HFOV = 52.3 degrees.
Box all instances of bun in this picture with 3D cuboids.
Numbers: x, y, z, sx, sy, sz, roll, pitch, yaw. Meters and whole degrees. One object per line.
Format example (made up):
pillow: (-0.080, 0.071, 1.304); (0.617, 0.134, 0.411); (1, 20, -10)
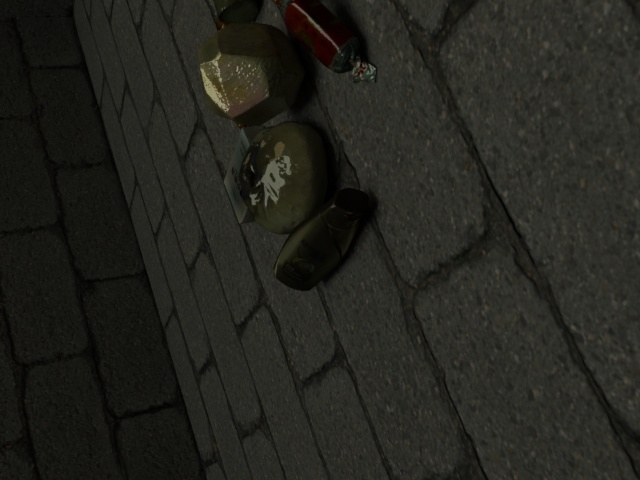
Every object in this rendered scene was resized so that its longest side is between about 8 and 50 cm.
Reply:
bun: (-0.090, -0.141, 1.488); (0.273, 0.168, 0.272); (8, 99, 59)

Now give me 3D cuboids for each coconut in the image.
coconut: (-0.162, -0.370, 1.462); (0.197, 0.237, 0.236); (-64, -18, -60)

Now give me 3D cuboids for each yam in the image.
yam: (-0.227, -0.640, 1.625); (0.107, 0.107, 0.194); (-42, 62, 59)

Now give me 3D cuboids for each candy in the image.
candy: (0.002, -0.403, 1.262); (0.292, 0.059, 0.086); (46, 149, 6)

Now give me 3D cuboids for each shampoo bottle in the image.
shampoo bottle: (0.000, 0.000, 1.416); (0.350, 0.126, 0.084); (-50, 19, 54)

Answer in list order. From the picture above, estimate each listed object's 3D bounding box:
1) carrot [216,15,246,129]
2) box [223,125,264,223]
carrot: (-0.232, -0.451, 1.750); (0.066, 0.066, 0.314); (17, 115, 60)
box: (-0.187, -0.174, 1.765); (0.155, 0.067, 0.243); (68, 151, 24)
